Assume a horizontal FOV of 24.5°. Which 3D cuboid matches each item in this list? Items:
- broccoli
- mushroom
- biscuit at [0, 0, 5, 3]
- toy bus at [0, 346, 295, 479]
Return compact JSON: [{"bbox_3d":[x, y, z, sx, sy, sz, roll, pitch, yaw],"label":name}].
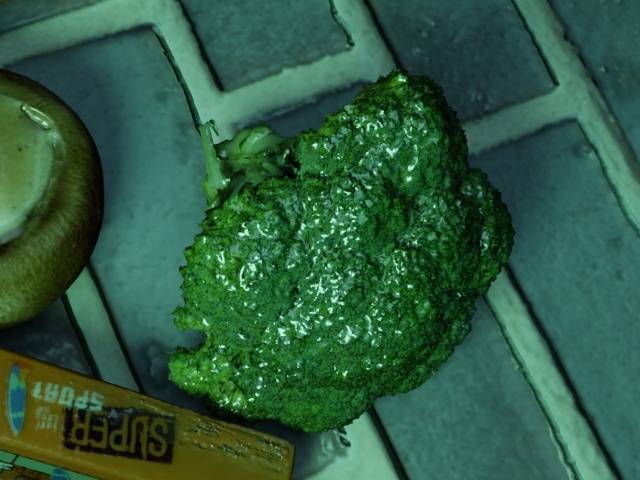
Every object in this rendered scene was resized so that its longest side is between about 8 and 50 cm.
[{"bbox_3d":[0.000,0.000,1.244,0.321,0.304,0.283,-27,45,-23],"label":"broccoli"},{"bbox_3d":[-0.302,-0.036,1.237,0.253,0.153,0.253,4,66,-8],"label":"mushroom"},{"bbox_3d":[-0.360,-0.248,1.369,0.378,0.054,0.094,-23,74,-20],"label":"biscuit"},{"bbox_3d":[-0.219,0.150,1.178,0.408,0.092,0.093,19,60,-16],"label":"toy bus"}]
